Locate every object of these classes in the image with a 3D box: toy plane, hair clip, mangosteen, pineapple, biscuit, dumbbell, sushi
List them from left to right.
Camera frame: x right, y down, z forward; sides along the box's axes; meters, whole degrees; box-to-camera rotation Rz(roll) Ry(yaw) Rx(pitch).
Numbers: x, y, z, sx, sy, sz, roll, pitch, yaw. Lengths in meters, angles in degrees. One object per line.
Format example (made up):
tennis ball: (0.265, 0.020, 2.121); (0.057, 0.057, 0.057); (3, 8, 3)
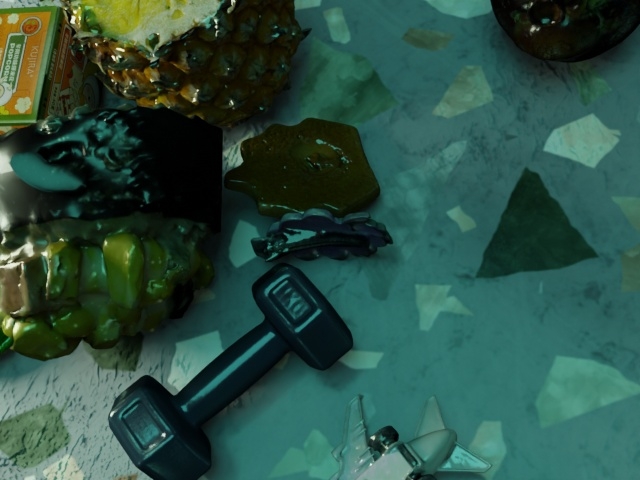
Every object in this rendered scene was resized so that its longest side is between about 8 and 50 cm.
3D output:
sushi: (-0.270, -0.002, 1.119); (0.329, 0.328, 0.285); (-11, 80, -10)
pineapple: (-0.192, -0.328, 1.220); (0.352, 0.300, 0.352); (-3, 69, 8)
dumbbell: (-0.117, 0.174, 1.103); (0.316, 0.156, 0.143); (-40, 97, -5)
biscuit: (-0.033, -0.097, 1.212); (0.215, 0.034, 0.182); (-9, 55, -13)
hair clip: (0.000, 0.002, 1.154); (0.195, 0.124, 0.052); (-4, 64, 9)
toy plane: (0.073, 0.306, 1.038); (0.255, 0.101, 0.251); (-37, 56, -5)
mangosteen: (0.340, -0.351, 1.148); (0.231, 0.289, 0.231); (6, 113, 16)

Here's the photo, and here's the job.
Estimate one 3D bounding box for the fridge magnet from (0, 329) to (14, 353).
fridge magnet: (-0.517, 0.085, 1.237); (0.208, 0.088, 0.208); (-3, 69, 9)

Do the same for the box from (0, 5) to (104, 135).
box: (-0.431, -0.223, 1.290); (0.148, 0.177, 0.195); (1, 70, 10)
